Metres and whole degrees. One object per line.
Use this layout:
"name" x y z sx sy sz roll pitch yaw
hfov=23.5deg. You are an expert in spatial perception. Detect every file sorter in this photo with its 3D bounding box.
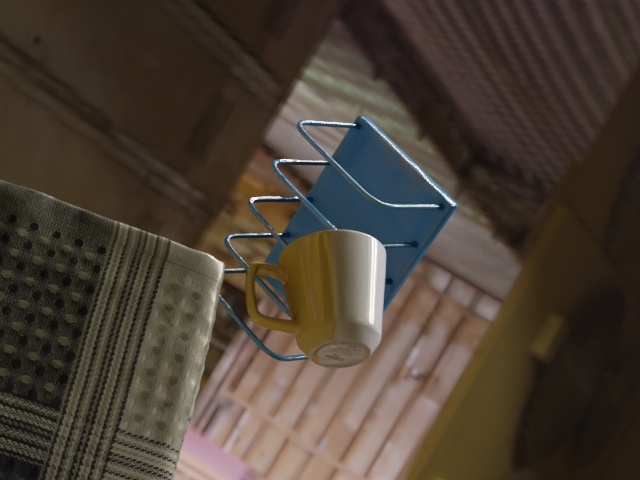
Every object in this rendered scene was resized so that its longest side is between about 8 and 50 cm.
"file sorter" 0.000 0.000 1.240 0.104 0.170 0.118 -2 41 -52

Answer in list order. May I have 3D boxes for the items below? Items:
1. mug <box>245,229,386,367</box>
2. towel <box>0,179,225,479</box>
"mug" 0.002 0.038 0.875 0.078 0.064 0.062 -11 -31 10
"towel" -0.236 0.106 1.040 0.312 0.324 0.056 21 -26 -17
